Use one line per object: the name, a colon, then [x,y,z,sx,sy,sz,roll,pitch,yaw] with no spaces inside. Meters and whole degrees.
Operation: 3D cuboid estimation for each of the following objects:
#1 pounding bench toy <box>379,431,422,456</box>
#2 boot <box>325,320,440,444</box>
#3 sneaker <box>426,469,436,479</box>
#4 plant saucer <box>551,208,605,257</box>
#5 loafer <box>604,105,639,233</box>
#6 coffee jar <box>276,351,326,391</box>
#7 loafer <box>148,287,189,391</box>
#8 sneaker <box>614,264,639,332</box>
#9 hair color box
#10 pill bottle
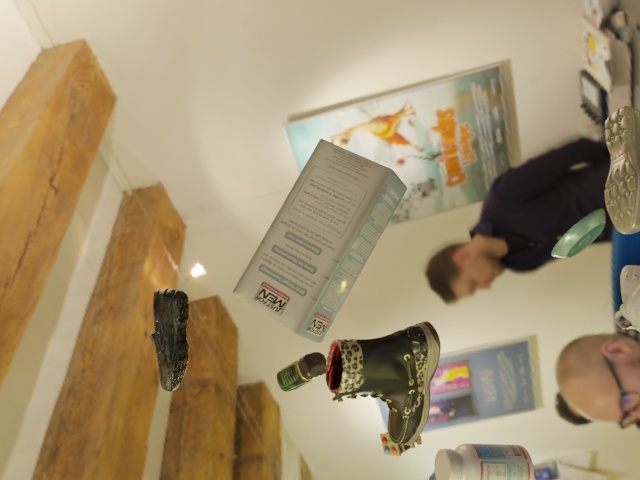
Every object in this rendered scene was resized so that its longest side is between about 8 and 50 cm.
pounding bench toy: [0.193,0.481,1.606,0.065,0.083,0.052,-14,-89,-42]
boot: [0.091,0.244,1.097,0.085,0.178,0.237,-130,42,-54]
sneaker: [0.258,0.562,1.479,0.330,0.129,0.147,-1,-64,-61]
plant saucer: [0.461,-0.006,1.186,0.021,0.119,0.119,53,176,27]
loafer: [0.727,-0.161,1.549,0.112,0.111,0.320,141,141,-65]
coffee jar: [-0.057,0.416,2.126,0.184,0.096,0.079,-41,66,48]
loafer: [-0.331,0.214,1.456,0.076,0.078,0.224,-16,-71,-73]
sneaker: [0.772,0.064,1.417,0.137,0.366,0.210,26,-176,-30]
hair color box: [0.000,0.000,1.389,0.375,0.185,0.113,-60,-30,-4]
pill bottle: [0.290,0.409,1.201,0.087,0.160,0.087,-174,90,-76]
